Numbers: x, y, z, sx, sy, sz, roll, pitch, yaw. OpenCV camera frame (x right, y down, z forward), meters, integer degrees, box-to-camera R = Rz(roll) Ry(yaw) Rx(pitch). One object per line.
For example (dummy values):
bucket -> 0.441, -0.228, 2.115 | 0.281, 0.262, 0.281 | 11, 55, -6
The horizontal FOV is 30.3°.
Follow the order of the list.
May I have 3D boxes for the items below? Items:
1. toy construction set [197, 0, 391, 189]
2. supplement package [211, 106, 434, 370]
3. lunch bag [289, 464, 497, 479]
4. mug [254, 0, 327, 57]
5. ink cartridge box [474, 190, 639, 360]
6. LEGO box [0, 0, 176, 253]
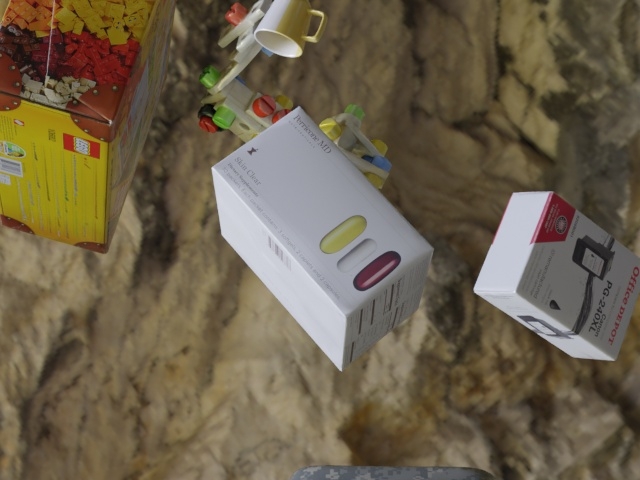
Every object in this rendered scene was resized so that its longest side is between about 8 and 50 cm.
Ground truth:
toy construction set -> -0.054, -0.186, 1.703 | 0.151, 0.328, 0.215 | -47, 18, -27
supplement package -> 0.000, 0.000, 1.525 | 0.145, 0.262, 0.204 | -37, -19, -17
lunch bag -> 0.080, 0.415, 1.406 | 0.256, 0.305, 0.213 | -62, -31, -63
mug -> -0.033, -0.261, 1.424 | 0.062, 0.078, 0.064 | 114, 178, -75
ink cartridge box -> 0.235, 0.036, 1.135 | 0.150, 0.063, 0.109 | 32, -108, -28
LEGO box -> -0.363, -0.251, 1.832 | 0.193, 0.373, 0.500 | 16, -23, -5
